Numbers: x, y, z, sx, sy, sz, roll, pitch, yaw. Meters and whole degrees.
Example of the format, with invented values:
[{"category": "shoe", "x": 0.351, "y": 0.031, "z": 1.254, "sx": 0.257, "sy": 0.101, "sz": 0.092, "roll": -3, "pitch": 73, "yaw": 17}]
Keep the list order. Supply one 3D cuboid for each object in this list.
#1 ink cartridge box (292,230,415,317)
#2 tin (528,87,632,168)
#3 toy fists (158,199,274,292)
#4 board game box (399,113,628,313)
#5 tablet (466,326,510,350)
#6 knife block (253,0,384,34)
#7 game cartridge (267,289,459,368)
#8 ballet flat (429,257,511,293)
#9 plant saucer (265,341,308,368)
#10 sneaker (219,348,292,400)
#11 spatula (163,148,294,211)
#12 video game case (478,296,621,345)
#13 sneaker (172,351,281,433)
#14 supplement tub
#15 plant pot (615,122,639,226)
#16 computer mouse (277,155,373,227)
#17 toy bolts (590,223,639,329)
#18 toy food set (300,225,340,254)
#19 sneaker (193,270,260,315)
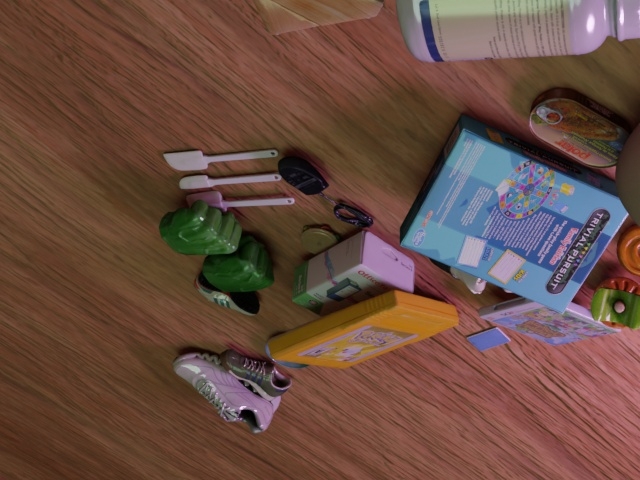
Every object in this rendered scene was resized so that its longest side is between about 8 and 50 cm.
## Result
[{"category": "ink cartridge box", "x": 0.068, "y": 0.083, "z": 2.124, "sx": 0.154, "sy": 0.093, "sz": 0.212, "roll": 31, "pitch": 136, "yaw": -31}, {"category": "tin", "x": 0.443, "y": -0.190, "z": 1.753, "sx": 0.190, "sy": 0.040, "sz": 0.106, "roll": 27, "pitch": 134, "yaw": -12}, {"category": "toy fists", "x": -0.201, "y": 0.015, "z": 2.144, "sx": 0.142, "sy": 0.096, "sz": 0.279, "roll": -3, "pitch": 143, "yaw": 38}, {"category": "board game box", "x": 0.347, "y": -0.044, "z": 1.854, "sx": 0.336, "sy": 0.079, "sz": 0.253, "roll": 23, "pitch": 118, "yaw": -8}, {"category": "tablet", "x": 0.368, "y": 0.216, "z": 2.253, "sx": 0.083, "sy": 0.006, "sz": 0.054, "roll": -25, "pitch": 124, "yaw": 37}, {"category": "knife block", "x": -0.054, "y": -0.446, "z": 1.590, "sx": 0.276, "sy": 0.088, "sz": 0.242, "roll": -5, "pitch": 136, "yaw": 23}, {"category": "game cartridge", "x": 0.099, "y": 0.193, "z": 2.161, "sx": 0.324, "sy": 0.052, "sz": 0.285, "roll": -23, "pitch": 157, "yaw": 30}, {"category": "ballet flat", "x": 0.343, "y": 0.053, "z": 2.011, "sx": 0.280, "sy": 0.096, "sz": 0.095, "roll": 2, "pitch": 137, "yaw": 17}, {"category": "plant saucer", "x": -0.070, "y": 0.259, "z": 2.434, "sx": 0.119, "sy": 0.021, "sz": 0.119, "roll": 10, "pitch": 138, "yaw": 9}, {"category": "sneaker", "x": -0.148, "y": 0.314, "z": 2.496, "sx": 0.086, "sy": 0.064, "sz": 0.192, "roll": -29, "pitch": 123, "yaw": 31}, {"category": "spatula", "x": -0.177, "y": -0.119, "z": 2.055, "sx": 0.242, "sy": 0.019, "sz": 0.168, "roll": -3, "pitch": 130, "yaw": 20}, {"category": "video game case", "x": 0.461, "y": 0.160, "z": 2.077, "sx": 0.212, "sy": 0.023, "sz": 0.193, "roll": 21, "pitch": 156, "yaw": -26}, {"category": "sneaker", "x": -0.238, "y": 0.374, "z": 2.548, "sx": 0.292, "sy": 0.118, "sz": 0.110, "roll": 29, "pitch": 139, "yaw": -13}, {"category": "supplement tub", "x": 0.283, "y": -0.375, "z": 1.447, "sx": 0.325, "sy": 0.235, "sz": 0.235, "roll": 0, "pitch": 137, "yaw": 18}, {"category": "plant pot", "x": 0.589, "y": -0.106, "z": 1.656, "sx": 0.284, "sy": 0.284, "sz": 0.191, "roll": 38, "pitch": 164, "yaw": -23}, {"category": "computer mouse", "x": 0.014, "y": -0.097, "z": 2.004, "sx": 0.242, "sy": 0.041, "sz": 0.071, "roll": 36, "pitch": 145, "yaw": -31}, {"category": "toy bolts", "x": 0.647, "y": 0.082, "z": 1.954, "sx": 0.228, "sy": 0.158, "sz": 0.218, "roll": 16, "pitch": 100, "yaw": 15}, {"category": "toy food set", "x": 0.000, "y": 0.000, "z": 2.123, "sx": 0.083, "sy": 0.020, "sz": 0.082, "roll": 6, "pitch": 138, "yaw": 13}, {"category": "sneaker", "x": -0.213, "y": 0.121, "z": 2.312, "sx": 0.161, "sy": 0.057, "sz": 0.075, "roll": 30, "pitch": 154, "yaw": -17}]
